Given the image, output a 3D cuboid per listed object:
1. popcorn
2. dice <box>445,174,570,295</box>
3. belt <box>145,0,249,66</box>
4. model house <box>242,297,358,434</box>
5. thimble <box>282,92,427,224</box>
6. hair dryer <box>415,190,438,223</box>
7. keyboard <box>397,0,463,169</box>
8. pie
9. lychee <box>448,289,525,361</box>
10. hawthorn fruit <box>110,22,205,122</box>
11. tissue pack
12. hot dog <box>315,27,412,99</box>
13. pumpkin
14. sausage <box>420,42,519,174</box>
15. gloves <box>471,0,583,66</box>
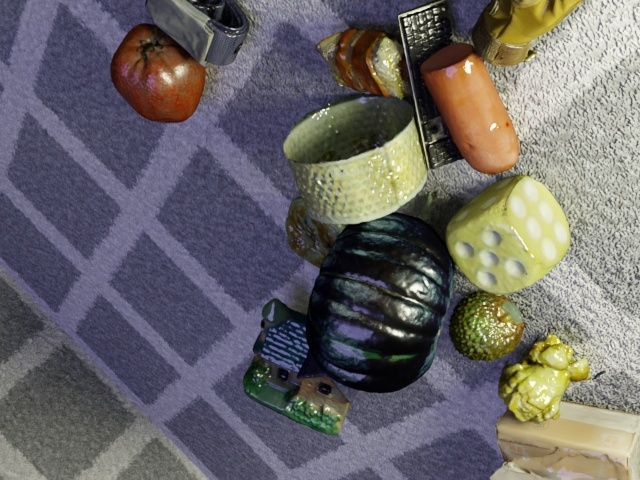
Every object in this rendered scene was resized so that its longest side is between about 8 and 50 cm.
[{"bbox_3d":[0.478,0.295,1.709,0.173,0.168,0.195,41,104,22],"label":"popcorn"},{"bbox_3d":[0.357,-0.010,1.524,0.169,0.166,0.169,51,141,-8],"label":"dice"},{"bbox_3d":[-0.264,-0.469,1.685,0.230,0.140,0.126,41,140,1],"label":"belt"},{"bbox_3d":[-0.029,0.298,2.064,0.312,0.245,0.280,25,141,9],"label":"model house"},{"bbox_3d":[0.071,-0.164,1.568,0.270,0.271,0.150,8,131,36],"label":"thimble"},{"bbox_3d":[0.165,-0.009,1.785,0.229,0.092,0.267,16,119,39],"label":"hair dryer"},{"bbox_3d":[0.219,-0.280,1.470,0.027,0.106,0.317,-122,12,-57],"label":"keyboard"},{"bbox_3d":[0.000,0.000,1.903,0.240,0.054,0.241,38,146,31],"label":"pie"},{"bbox_3d":[0.347,0.188,1.715,0.171,0.171,0.171,23,136,24],"label":"lychee"},{"bbox_3d":[-0.365,-0.362,1.829,0.210,0.210,0.262,35,153,12],"label":"hawthorn fruit"},{"bbox_3d":[0.546,0.496,1.754,0.305,0.238,0.239,5,126,38],"label":"tissue pack"},{"bbox_3d":[0.094,-0.343,1.524,0.213,0.103,0.146,26,159,35],"label":"hot dog"},{"bbox_3d":[0.122,0.121,1.582,0.266,0.363,0.363,19,135,13],"label":"pumpkin"},{"bbox_3d":[0.276,-0.227,1.436,0.113,0.114,0.259,0,136,41],"label":"sausage"},{"bbox_3d":[0.343,-0.397,1.220,0.141,0.154,0.331,41,148,2],"label":"gloves"}]
